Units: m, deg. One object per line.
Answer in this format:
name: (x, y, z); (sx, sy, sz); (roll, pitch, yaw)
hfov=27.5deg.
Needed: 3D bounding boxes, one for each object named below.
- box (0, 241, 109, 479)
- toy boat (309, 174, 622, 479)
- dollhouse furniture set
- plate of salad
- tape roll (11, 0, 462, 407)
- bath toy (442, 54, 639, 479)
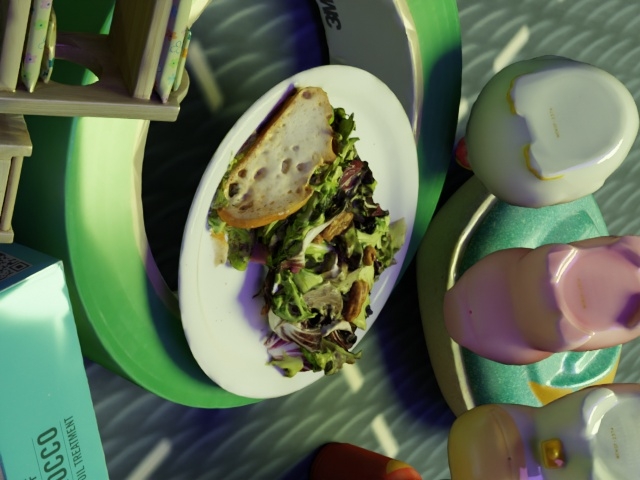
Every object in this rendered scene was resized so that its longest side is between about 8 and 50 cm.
box: (-0.166, 0.117, 0.694); (0.060, 0.100, 0.244); (-30, 125, -39)
toy boat: (0.136, 0.106, 0.983); (0.318, 0.148, 0.267); (-48, 134, -25)
dollhouse furniture set: (-0.119, -0.119, 0.602); (0.101, 0.161, 0.182); (1, 130, -25)
plate of salad: (0.000, 0.000, 0.747); (0.200, 0.048, 0.200); (-25, 124, -42)
tape roll: (-0.043, -0.064, 0.767); (0.321, 0.077, 0.321); (-26, 126, -42)
bath toy: (0.147, 0.059, 0.844); (0.151, 0.129, 0.348); (-4, 82, -7)
